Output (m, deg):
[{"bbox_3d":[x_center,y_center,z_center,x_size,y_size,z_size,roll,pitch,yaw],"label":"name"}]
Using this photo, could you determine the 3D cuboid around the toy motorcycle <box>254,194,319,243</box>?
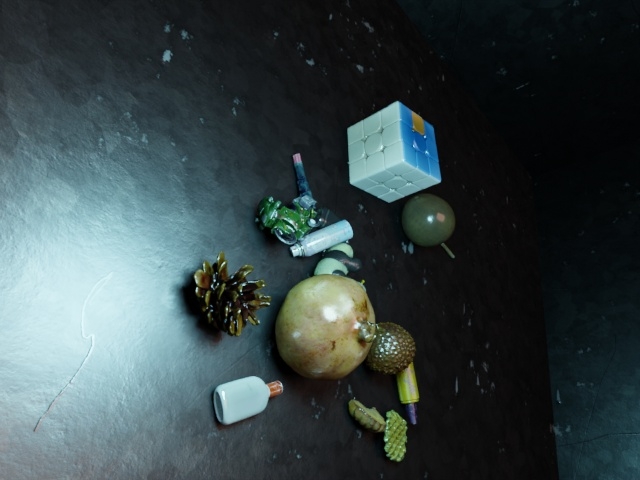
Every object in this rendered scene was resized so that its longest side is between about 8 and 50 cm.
[{"bbox_3d":[-0.109,-0.082,1.630,0.187,0.124,0.275,43,31,8],"label":"toy motorcycle"}]

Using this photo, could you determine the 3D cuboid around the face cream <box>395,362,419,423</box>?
[{"bbox_3d":[0.343,0.580,1.904,0.078,0.078,0.273,7,69,-47],"label":"face cream"}]

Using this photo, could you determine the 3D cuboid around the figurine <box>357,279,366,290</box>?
[{"bbox_3d":[0.108,0.204,1.796,0.143,0.068,0.101,-17,56,-16],"label":"figurine"}]

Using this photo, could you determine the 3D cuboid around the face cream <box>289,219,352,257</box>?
[{"bbox_3d":[0.000,0.000,1.706,0.229,0.075,0.075,-24,93,-18],"label":"face cream"}]

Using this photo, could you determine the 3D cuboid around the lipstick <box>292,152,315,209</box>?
[{"bbox_3d":[-0.066,-0.220,1.803,0.053,0.053,0.234,5,68,-47],"label":"lipstick"}]

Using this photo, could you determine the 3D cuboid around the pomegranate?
[{"bbox_3d":[0.032,0.264,1.499,0.338,0.338,0.338,22,59,-42],"label":"pomegranate"}]

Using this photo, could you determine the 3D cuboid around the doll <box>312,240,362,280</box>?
[{"bbox_3d":[0.057,0.100,1.738,0.135,0.144,0.234,46,45,-17],"label":"doll"}]

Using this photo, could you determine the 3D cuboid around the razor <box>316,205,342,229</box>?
[{"bbox_3d":[0.042,-0.061,1.851,0.148,0.054,0.090,38,53,-31],"label":"razor"}]

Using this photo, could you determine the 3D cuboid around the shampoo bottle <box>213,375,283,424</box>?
[{"bbox_3d":[-0.200,0.443,1.371,0.221,0.051,0.108,0,72,-48],"label":"shampoo bottle"}]

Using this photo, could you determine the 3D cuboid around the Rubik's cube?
[{"bbox_3d":[0.318,-0.376,2.108,0.291,0.291,0.291,17,61,-43],"label":"Rubik's cube"}]

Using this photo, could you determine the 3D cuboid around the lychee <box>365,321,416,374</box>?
[{"bbox_3d":[0.241,0.398,1.786,0.239,0.200,0.200,7,66,-16],"label":"lychee"}]

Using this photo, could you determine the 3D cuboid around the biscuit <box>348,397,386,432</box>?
[{"bbox_3d":[0.167,0.626,1.692,0.061,0.118,0.183,-49,126,1],"label":"biscuit"}]

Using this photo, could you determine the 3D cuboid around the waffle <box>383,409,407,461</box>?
[{"bbox_3d":[0.276,0.725,1.780,0.183,0.036,0.169,48,43,-42],"label":"waffle"}]

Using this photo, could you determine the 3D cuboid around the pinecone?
[{"bbox_3d":[-0.240,0.154,1.340,0.202,0.201,0.228,-48,137,-32],"label":"pinecone"}]

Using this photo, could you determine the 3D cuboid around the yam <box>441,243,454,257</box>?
[{"bbox_3d":[0.672,0.054,2.537,0.116,0.021,0.021,44,46,-25],"label":"yam"}]

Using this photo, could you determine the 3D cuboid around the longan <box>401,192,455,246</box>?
[{"bbox_3d":[0.494,-0.095,2.229,0.258,0.258,0.257,22,59,-42],"label":"longan"}]
